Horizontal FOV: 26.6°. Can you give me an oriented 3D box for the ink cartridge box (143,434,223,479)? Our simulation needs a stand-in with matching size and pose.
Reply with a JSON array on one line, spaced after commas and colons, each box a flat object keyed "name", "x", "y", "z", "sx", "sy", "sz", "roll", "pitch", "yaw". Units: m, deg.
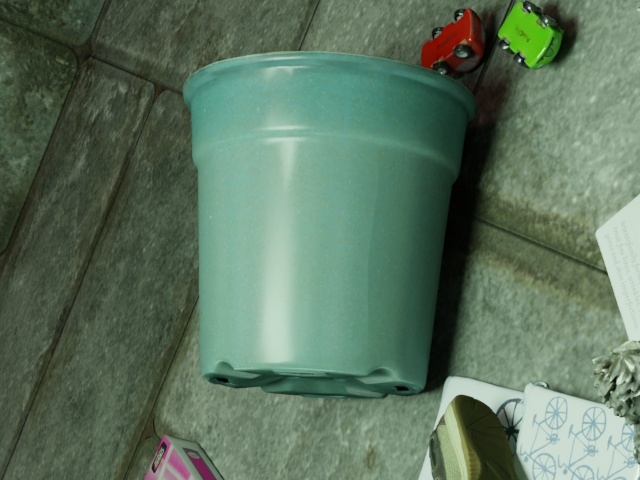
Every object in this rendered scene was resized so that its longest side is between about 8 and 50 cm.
[{"name": "ink cartridge box", "x": -0.162, "y": 0.418, "z": 1.784, "sx": 0.371, "sy": 0.069, "sz": 0.176, "roll": 38, "pitch": 106, "yaw": 57}]

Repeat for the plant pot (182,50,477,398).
[{"name": "plant pot", "x": 0.000, "y": 0.000, "z": 1.529, "sx": 0.341, "sy": 0.341, "sz": 0.334, "roll": -16, "pitch": 66, "yaw": 55}]

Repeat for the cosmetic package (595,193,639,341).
[{"name": "cosmetic package", "x": 0.343, "y": 0.032, "z": 1.048, "sx": 0.151, "sy": 0.183, "sz": 0.151, "roll": -46, "pitch": 36, "yaw": 35}]

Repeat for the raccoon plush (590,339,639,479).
[{"name": "raccoon plush", "x": 0.329, "y": 0.096, "z": 0.779, "sx": 0.446, "sy": 0.299, "sz": 0.216, "roll": 66, "pitch": -167, "yaw": -75}]

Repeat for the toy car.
[{"name": "toy car", "x": 0.224, "y": -0.254, "z": 1.561, "sx": 0.239, "sy": 0.053, "sz": 0.225, "roll": -59, "pitch": 31, "yaw": 20}]

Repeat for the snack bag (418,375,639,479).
[{"name": "snack bag", "x": 0.174, "y": 0.293, "z": 1.321, "sx": 0.342, "sy": 0.037, "sz": 0.323, "roll": 9, "pitch": 81, "yaw": 61}]

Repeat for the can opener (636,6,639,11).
[{"name": "can opener", "x": 0.404, "y": -0.203, "z": 1.233, "sx": 0.283, "sy": 0.076, "sz": 0.095, "roll": 14, "pitch": 117, "yaw": 60}]

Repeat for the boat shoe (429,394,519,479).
[{"name": "boat shoe", "x": 0.148, "y": 0.249, "z": 1.281, "sx": 0.073, "sy": 0.080, "sz": 0.224, "roll": -56, "pitch": 27, "yaw": 34}]
